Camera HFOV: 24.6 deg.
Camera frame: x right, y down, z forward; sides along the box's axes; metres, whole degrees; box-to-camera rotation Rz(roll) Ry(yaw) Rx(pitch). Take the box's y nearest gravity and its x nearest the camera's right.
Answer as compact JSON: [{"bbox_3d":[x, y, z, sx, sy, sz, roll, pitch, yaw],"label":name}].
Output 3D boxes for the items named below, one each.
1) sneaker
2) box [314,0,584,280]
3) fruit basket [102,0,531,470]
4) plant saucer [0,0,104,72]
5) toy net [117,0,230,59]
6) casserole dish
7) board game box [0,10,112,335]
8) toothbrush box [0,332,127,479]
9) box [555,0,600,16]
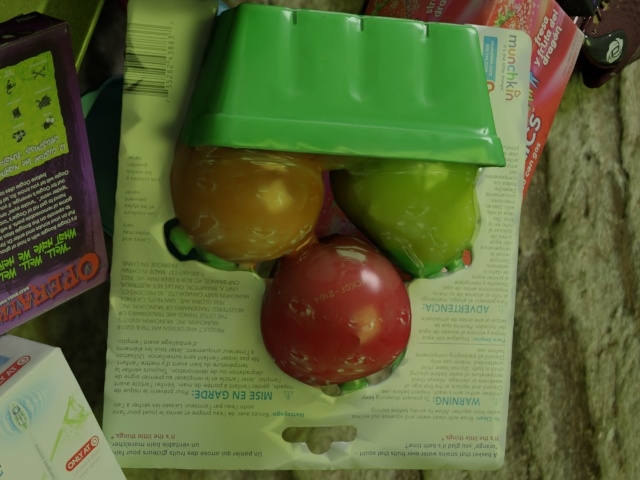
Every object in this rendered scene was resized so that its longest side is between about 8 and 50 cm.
[{"bbox_3d":[0.287,-0.283,1.540,0.162,0.106,0.281,-43,127,-31],"label":"sneaker"},{"bbox_3d":[0.099,-0.097,1.332,0.142,0.154,0.300,35,73,-45],"label":"box"},{"bbox_3d":[0.000,0.000,1.131,0.327,0.165,0.353,2,99,-16],"label":"fruit basket"},{"bbox_3d":[-0.234,-0.197,1.022,0.188,0.045,0.188,30,75,-47],"label":"plant saucer"},{"bbox_3d":[-0.113,-0.243,1.153,0.122,0.045,0.232,-6,100,-34],"label":"toy net"},{"bbox_3d":[-0.144,-0.050,1.156,0.188,0.037,0.114,43,66,-42],"label":"casserole dish"},{"bbox_3d":[-0.297,0.003,0.947,0.346,0.056,0.208,-29,124,-36],"label":"board game box"},{"bbox_3d":[-0.236,0.235,1.047,0.206,0.122,0.283,-43,125,-35],"label":"toothbrush box"},{"bbox_3d":[0.160,-0.346,1.338,0.270,0.165,0.143,50,61,-41],"label":"box"}]
